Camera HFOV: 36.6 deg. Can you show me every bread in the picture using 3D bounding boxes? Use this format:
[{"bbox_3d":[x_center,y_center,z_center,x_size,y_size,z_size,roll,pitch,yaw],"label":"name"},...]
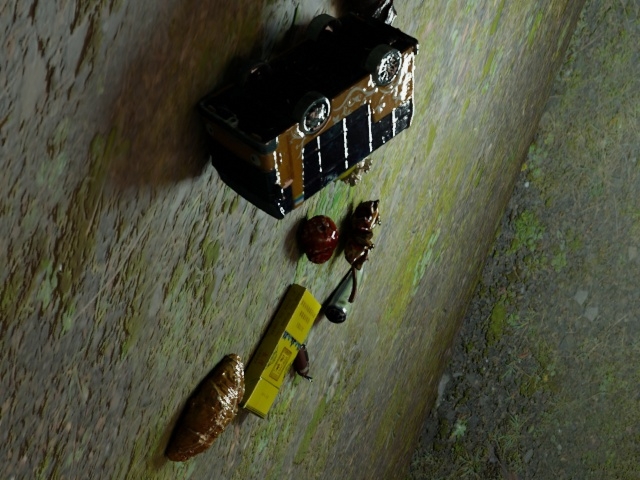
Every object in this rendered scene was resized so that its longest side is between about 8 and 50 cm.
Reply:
[{"bbox_3d":[-0.198,0.316,1.802,0.233,0.076,0.105,-60,161,-22],"label":"bread"}]

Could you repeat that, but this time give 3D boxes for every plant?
[{"bbox_3d":[0.033,-0.157,1.882,0.122,0.104,0.116,-23,110,-28],"label":"plant"}]

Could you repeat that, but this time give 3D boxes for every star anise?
[{"bbox_3d":[0.087,0.015,2.177,0.177,0.073,0.233,65,35,-75],"label":"star anise"}]

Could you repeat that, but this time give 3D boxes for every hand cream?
[{"bbox_3d":[0.072,0.115,2.311,0.235,0.055,0.086,-55,162,-47],"label":"hand cream"}]

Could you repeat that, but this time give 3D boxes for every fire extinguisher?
[{"bbox_3d":[-0.044,0.270,2.219,0.173,0.035,0.049,81,0,-57],"label":"fire extinguisher"}]

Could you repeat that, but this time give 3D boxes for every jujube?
[{"bbox_3d":[0.000,0.000,1.953,0.077,0.077,0.129,-57,163,-25],"label":"jujube"}]

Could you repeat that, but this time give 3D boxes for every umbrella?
[{"bbox_3d":[0.098,-0.368,1.759,0.326,0.090,0.094,78,18,-59],"label":"umbrella"}]

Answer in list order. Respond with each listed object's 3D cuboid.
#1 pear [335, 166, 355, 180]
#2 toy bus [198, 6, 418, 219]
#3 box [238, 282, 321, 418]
[{"bbox_3d":[0.019,-0.163,1.777,0.131,0.107,0.107,19,95,-65],"label":"pear"},{"bbox_3d":[-0.011,-0.195,1.467,0.323,0.162,0.194,-37,145,-27],"label":"toy bus"},{"bbox_3d":[-0.090,0.234,2.041,0.279,0.041,0.153,-63,162,-11],"label":"box"}]
